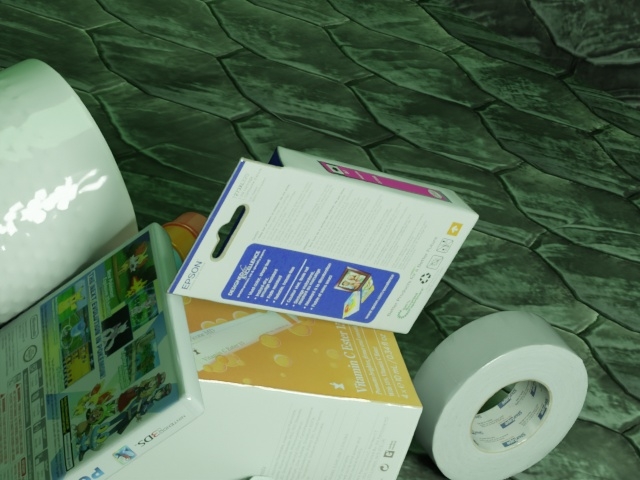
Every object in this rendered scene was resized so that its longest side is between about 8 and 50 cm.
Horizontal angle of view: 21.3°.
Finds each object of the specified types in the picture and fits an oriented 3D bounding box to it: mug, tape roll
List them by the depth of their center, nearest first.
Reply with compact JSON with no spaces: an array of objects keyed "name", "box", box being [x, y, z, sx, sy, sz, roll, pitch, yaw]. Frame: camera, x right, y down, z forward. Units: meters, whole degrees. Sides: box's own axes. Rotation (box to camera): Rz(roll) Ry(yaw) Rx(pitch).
[{"name":"mug","box":[-0.443,-0.025,2.026,0.328,0.276,0.374,-29,15,-21]},{"name":"tape roll","box":[0.216,0.193,2.076,0.219,0.219,0.072,0,35,-32]}]

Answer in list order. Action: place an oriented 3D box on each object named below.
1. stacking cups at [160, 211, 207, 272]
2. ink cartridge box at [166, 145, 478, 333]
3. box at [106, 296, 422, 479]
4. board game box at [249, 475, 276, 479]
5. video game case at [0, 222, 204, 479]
[{"name":"stacking cups","box":[-0.229,0.038,2.213,0.096,0.096,0.316,23,27,7]},{"name":"ink cartridge box","box":[0.000,0.000,1.896,0.371,0.176,0.069,11,27,-44]},{"name":"box","box":[-0.086,0.175,1.978,0.345,0.168,0.215,9,30,-18]},{"name":"board game box","box":[0.003,0.428,1.705,0.390,0.050,0.390,27,31,17]},{"name":"video game case","box":[-0.269,0.155,1.816,0.036,0.300,0.329,49,13,-32]}]
